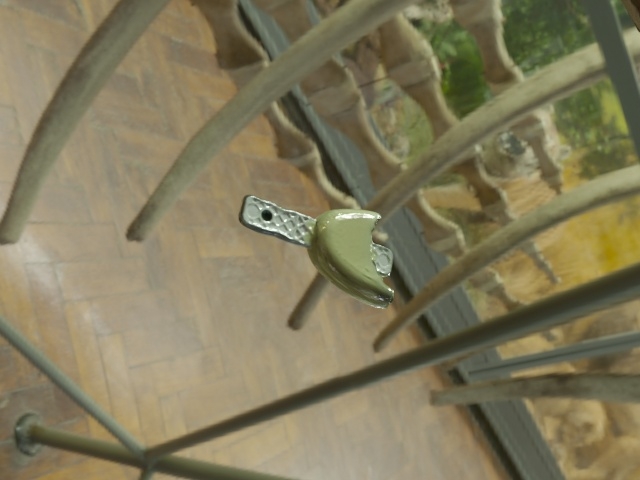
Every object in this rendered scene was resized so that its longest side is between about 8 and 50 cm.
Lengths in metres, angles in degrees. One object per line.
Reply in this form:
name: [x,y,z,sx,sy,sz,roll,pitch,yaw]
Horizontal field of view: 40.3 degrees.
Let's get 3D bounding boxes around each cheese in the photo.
cheese: [0.000,0.000,1.134,0.235,0.049,0.127,19,67,-23]

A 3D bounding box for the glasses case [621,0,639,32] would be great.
glasses case: [0.231,-0.046,0.315,0.098,0.156,0.426,15,49,-62]
